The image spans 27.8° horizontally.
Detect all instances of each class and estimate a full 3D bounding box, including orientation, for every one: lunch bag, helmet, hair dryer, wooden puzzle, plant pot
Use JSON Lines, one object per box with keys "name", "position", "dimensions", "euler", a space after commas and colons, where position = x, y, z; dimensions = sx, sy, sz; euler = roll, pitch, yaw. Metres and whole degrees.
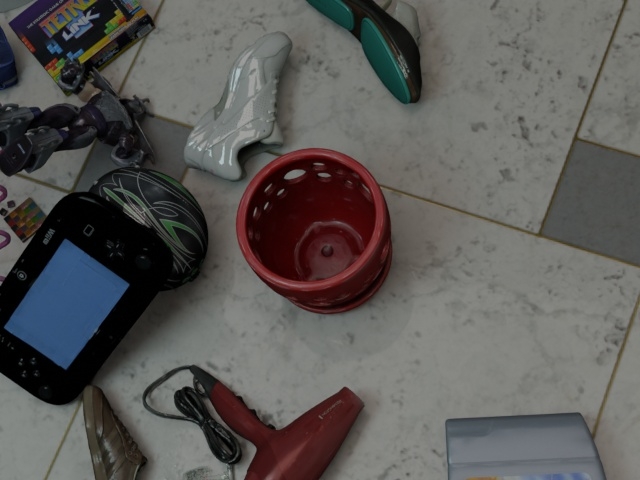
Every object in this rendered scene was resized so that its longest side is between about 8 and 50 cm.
{"name": "lunch bag", "position": [-0.489, -0.265, 1.919], "dimensions": [0.067, 0.065, 0.098], "euler": [-19, 66, -14]}
{"name": "helmet", "position": [-0.233, -0.016, 1.725], "dimensions": [0.169, 0.161, 0.170], "euler": [-3, 69, 9]}
{"name": "hair dryer", "position": [-0.087, 0.243, 1.648], "dimensions": [0.293, 0.080, 0.224], "euler": [-10, 68, 6]}
{"name": "wooden puzzle", "position": [-0.420, -0.030, 1.849], "dimensions": [0.049, 0.006, 0.083], "euler": [-40, 68, -6]}
{"name": "plant pot", "position": [0.000, 0.000, 1.671], "dimensions": [0.191, 0.174, 0.191], "euler": [-3, 69, 8]}

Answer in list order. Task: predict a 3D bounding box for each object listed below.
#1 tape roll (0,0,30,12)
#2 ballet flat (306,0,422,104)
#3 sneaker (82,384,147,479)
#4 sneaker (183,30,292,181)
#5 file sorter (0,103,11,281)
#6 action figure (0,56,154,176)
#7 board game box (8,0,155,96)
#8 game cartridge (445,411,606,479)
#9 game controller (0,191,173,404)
{"name": "tape roll", "position": [-0.515, -0.494, 1.990], "dimensions": [0.286, 0.100, 0.286], "euler": [-4, 68, 9]}
{"name": "ballet flat", "position": [0.078, -0.313, 1.822], "dimensions": [0.096, 0.095, 0.280], "euler": [-32, 67, -16]}
{"name": "sneaker", "position": [-0.264, 0.277, 1.685], "dimensions": [0.071, 0.066, 0.189], "euler": [-10, 73, -12]}
{"name": "sneaker", "position": [-0.088, -0.180, 1.812], "dimensions": [0.115, 0.090, 0.232], "euler": [29, 86, 12]}
{"name": "file sorter", "position": [-0.535, -0.054, 1.738], "dimensions": [0.182, 0.202, 0.291], "euler": [-25, 63, 35]}
{"name": "action figure", "position": [-0.330, -0.159, 1.774], "dimensions": [0.185, 0.285, 0.099], "euler": [46, 128, 16]}
{"name": "board game box", "position": [-0.355, -0.320, 1.924], "dimensions": [0.170, 0.048, 0.141], "euler": [-40, 69, -6]}
{"name": "game cartridge", "position": [0.255, 0.356, 1.560], "dimensions": [0.198, 0.062, 0.297], "euler": [-6, 69, 12]}
{"name": "game controller", "position": [-0.322, 0.078, 1.660], "dimensions": [0.166, 0.067, 0.319], "euler": [32, 120, -14]}
